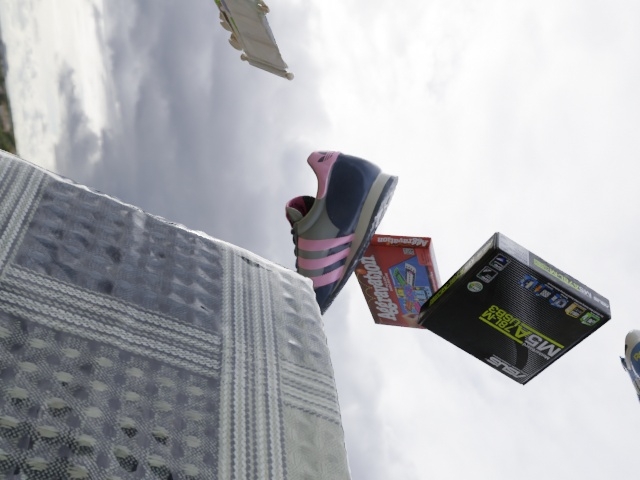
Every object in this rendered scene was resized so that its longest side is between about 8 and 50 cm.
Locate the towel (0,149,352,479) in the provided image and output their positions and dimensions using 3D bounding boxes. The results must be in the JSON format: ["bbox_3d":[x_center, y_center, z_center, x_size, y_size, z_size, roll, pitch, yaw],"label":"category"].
[{"bbox_3d":[-0.129,0.071,0.367,0.056,0.312,0.324,-57,-158,25],"label":"towel"}]

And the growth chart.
[{"bbox_3d":[-0.128,-0.384,1.231,0.172,0.021,0.237,34,-16,26],"label":"growth chart"}]

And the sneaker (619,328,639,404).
[{"bbox_3d":[0.370,0.147,0.760,0.059,0.053,0.144,60,2,42],"label":"sneaker"}]

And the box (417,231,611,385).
[{"bbox_3d":[0.263,0.100,0.941,0.184,0.191,0.045,-53,-170,37],"label":"box"}]

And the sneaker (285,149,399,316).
[{"bbox_3d":[0.000,0.000,1.002,0.131,0.112,0.319,30,-53,6],"label":"sneaker"}]

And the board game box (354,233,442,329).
[{"bbox_3d":[0.139,0.078,1.188,0.281,0.145,0.027,65,36,-52],"label":"board game box"}]
